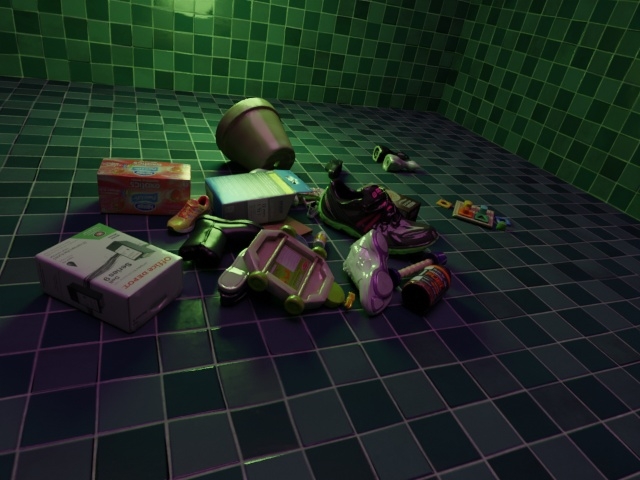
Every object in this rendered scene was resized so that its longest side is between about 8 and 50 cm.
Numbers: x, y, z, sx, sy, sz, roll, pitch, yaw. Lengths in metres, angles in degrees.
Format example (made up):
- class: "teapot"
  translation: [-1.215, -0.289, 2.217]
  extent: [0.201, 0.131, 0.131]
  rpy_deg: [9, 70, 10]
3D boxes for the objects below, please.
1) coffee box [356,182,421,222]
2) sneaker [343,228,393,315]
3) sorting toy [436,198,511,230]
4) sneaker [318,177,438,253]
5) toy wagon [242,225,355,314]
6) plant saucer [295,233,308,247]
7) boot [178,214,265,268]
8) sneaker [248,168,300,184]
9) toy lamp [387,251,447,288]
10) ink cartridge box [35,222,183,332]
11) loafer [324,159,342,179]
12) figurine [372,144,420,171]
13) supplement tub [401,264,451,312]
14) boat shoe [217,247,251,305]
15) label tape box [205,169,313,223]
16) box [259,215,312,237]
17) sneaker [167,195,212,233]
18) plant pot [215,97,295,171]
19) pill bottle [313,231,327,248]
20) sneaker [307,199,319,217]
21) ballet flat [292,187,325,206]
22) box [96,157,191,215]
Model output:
- class: "coffee box"
  translation: [0.280, -0.146, 1.824]
  extent: [0.246, 0.098, 0.141]
  rpy_deg: [27, 34, 24]
- class: "sneaker"
  translation: [0.144, 0.112, 1.361]
  extent: [0.114, 0.152, 0.305]
  rpy_deg: [40, 38, -31]
- class: "sorting toy"
  translation: [0.715, -0.135, 2.006]
  extent: [0.347, 0.047, 0.196]
  rpy_deg: [19, 31, 14]
- class: "sneaker"
  translation: [0.208, -0.096, 1.614]
  extent: [0.482, 0.203, 0.185]
  rpy_deg: [23, 33, 19]
- class: "toy wagon"
  translation: [-0.057, 0.104, 1.261]
  extent: [0.344, 0.068, 0.267]
  rpy_deg: [35, 36, -6]
- class: "plant saucer"
  translation: [-0.099, 0.018, 1.474]
  extent: [0.119, 0.021, 0.119]
  rpy_deg: [16, 41, -15]
- class: "boot"
  translation: [-0.303, 0.016, 1.363]
  extent: [0.246, 0.094, 0.207]
  rpy_deg: [12, 34, -7]
- class: "sneaker"
  translation: [-0.194, -0.242, 1.821]
  extent: [0.255, 0.094, 0.151]
  rpy_deg: [-16, 34, -42]
- class: "toy lamp"
  translation: [0.330, 0.094, 1.465]
  extent: [0.274, 0.080, 0.080]
  rpy_deg: [-17, 41, -35]
- class: "ink cartridge box"
  translation: [-0.539, 0.088, 1.130]
  extent: [0.288, 0.122, 0.211]
  rpy_deg: [20, 32, 13]
- class: "loafer"
  translation: [0.058, -0.351, 2.125]
  extent: [0.078, 0.076, 0.223]
  rpy_deg: [9, 25, 7]
- class: "figurine"
  translation: [0.431, -0.450, 2.408]
  extent: [0.209, 0.093, 0.215]
  rpy_deg: [2, 32, -24]
- class: "supplement tub"
  translation: [0.342, 0.141, 1.358]
  extent: [0.106, 0.106, 0.197]
  rpy_deg: [28, 34, 27]
- class: "boat shoe"
  translation: [-0.214, 0.099, 1.266]
  extent: [0.095, 0.079, 0.255]
  rpy_deg: [20, 34, 9]
- class: "label tape box"
  translation: [-0.234, -0.166, 1.632]
  extent: [0.347, 0.115, 0.249]
  rpy_deg: [-10, 33, -25]
- class: "box"
  translation: [-0.155, -0.051, 1.594]
  extent: [0.201, 0.021, 0.164]
  rpy_deg: [30, 35, 27]
- class: "sneaker"
  translation: [-0.457, -0.098, 1.498]
  extent: [0.081, 0.094, 0.208]
  rpy_deg: [21, 33, 13]
- class: "plant pot"
  translation: [-0.266, -0.428, 1.959]
  extent: [0.323, 0.323, 0.280]
  rpy_deg: [-19, 58, -41]
- class: "pill bottle"
  translation: [0.000, 0.000, 1.539]
  extent: [0.043, 0.044, 0.083]
  rpy_deg: [13, 30, 3]
- class: "sneaker"
  translation: [-0.021, -0.137, 1.736]
  extent: [0.038, 0.069, 0.098]
  rpy_deg: [18, 31, 10]
- class: "ballet flat"
  translation: [-0.079, -0.179, 1.782]
  extent: [0.240, 0.091, 0.077]
  rpy_deg: [-2, 55, -15]
- class: "box"
  translation: [-0.619, -0.187, 1.539]
  extent: [0.299, 0.154, 0.142]
  rpy_deg: [2, 32, -18]
